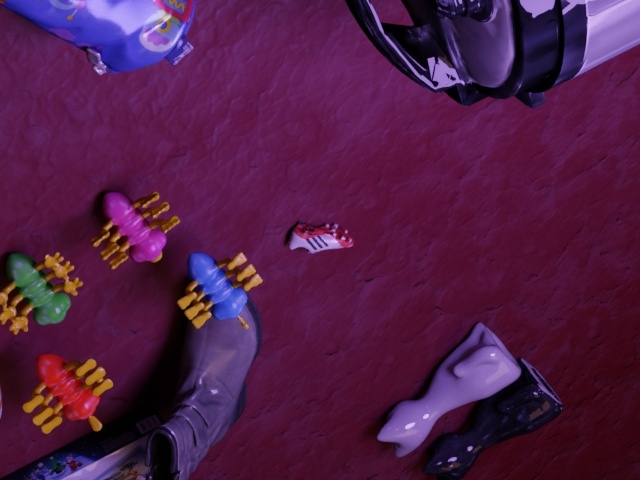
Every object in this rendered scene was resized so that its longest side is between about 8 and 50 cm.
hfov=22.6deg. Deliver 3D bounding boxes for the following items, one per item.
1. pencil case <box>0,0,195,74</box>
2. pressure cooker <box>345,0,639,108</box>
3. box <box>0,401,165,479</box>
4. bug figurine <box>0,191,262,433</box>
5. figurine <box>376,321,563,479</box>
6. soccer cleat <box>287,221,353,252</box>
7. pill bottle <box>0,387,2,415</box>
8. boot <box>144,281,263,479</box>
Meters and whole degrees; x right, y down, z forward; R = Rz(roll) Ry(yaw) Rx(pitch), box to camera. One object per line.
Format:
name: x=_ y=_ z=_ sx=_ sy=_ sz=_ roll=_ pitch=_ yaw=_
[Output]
pencil case: x=-0.242 y=-0.244 z=1.371 sx=0.306 sy=0.119 sz=0.133 roll=26 pitch=85 yaw=-45
pressure cooker: x=0.196 y=-0.334 z=1.417 sx=0.420 sy=0.370 sz=0.375 roll=-28 pitch=179 yaw=-9
box: x=-0.276 y=0.304 z=1.884 sx=0.233 sy=0.044 sz=0.159 roll=-26 pitch=138 yaw=-16
bug figurine: x=-0.212 y=0.065 z=1.674 sx=0.279 sy=0.072 sz=0.216 roll=-33 pitch=116 yaw=-5
figurine: x=0.192 y=0.233 z=2.146 sx=0.209 sy=0.092 sz=0.215 roll=-42 pitch=138 yaw=8
soccer cleat: x=0.000 y=0.000 z=1.839 sx=0.083 sy=0.029 sz=0.035 roll=6 pitch=130 yaw=-36
pill bottle: x=-0.382 y=0.137 z=1.603 sx=0.121 sy=0.121 sz=0.216 roll=-18 pitch=135 yaw=-23
boot: x=-0.137 y=0.171 z=1.785 sx=0.161 sy=0.083 sz=0.246 roll=-55 pitch=158 yaw=-46
